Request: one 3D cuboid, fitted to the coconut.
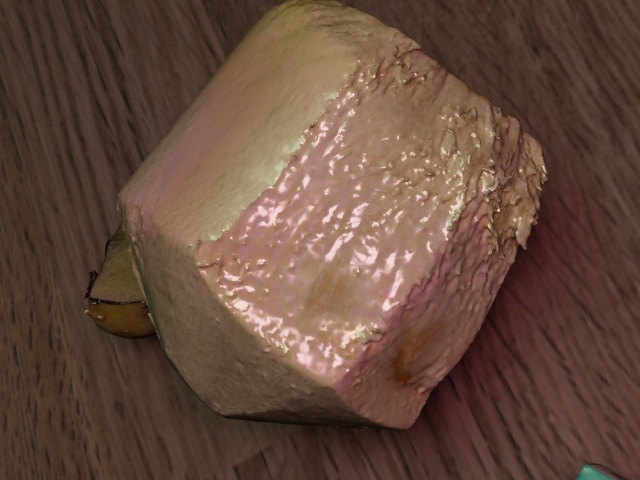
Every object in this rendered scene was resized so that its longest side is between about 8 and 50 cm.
[{"bbox_3d":[0.000,0.000,1.027,0.297,0.297,0.309,31,87,32],"label":"coconut"}]

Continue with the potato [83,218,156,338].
[{"bbox_3d":[-0.149,0.034,1.225,0.100,0.089,0.172,1,38,6],"label":"potato"}]

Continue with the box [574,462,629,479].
[{"bbox_3d":[0.198,0.337,0.903,0.205,0.118,0.311,30,86,33],"label":"box"}]
